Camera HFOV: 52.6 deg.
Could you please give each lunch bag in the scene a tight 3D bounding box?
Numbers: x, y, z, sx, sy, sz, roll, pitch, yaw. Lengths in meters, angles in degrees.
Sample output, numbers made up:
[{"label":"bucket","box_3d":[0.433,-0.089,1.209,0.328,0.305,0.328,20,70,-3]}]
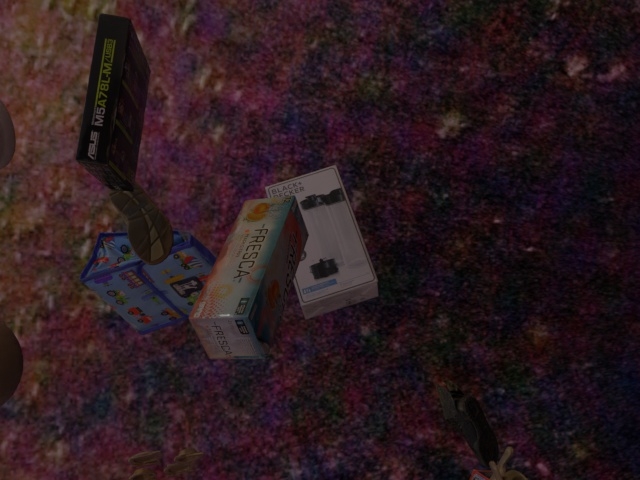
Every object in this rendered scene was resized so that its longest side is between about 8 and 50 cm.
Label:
[{"label":"lunch bag","box_3d":[-0.318,0.074,1.395,0.293,0.221,0.138,-11,46,22]}]

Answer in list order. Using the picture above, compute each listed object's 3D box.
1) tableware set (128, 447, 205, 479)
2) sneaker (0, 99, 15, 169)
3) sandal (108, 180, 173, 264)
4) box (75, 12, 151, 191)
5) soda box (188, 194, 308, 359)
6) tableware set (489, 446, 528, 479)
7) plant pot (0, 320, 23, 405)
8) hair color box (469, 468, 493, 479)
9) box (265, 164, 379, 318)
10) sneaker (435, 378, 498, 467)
[{"label":"tableware set","box_3d":[-0.307,0.443,1.272,0.169,0.141,0.020,115,145,-48]},{"label":"sneaker","box_3d":[-0.426,-0.100,0.536,0.305,0.152,0.114,5,114,8]},{"label":"sandal","box_3d":[-0.296,-0.031,1.084,0.180,0.072,0.049,52,166,27]},{"label":"box","box_3d":[-0.265,-0.170,0.848,0.190,0.045,0.184,147,132,-82]},{"label":"soda box","box_3d":[-0.065,0.032,0.649,0.062,0.058,0.183,-4,39,19]},{"label":"tableware set","box_3d":[0.217,0.360,0.801,0.128,0.039,0.194,-111,23,-48]},{"label":"plant pot","box_3d":[-0.865,0.302,1.479,0.274,0.256,0.257,125,147,-87]},{"label":"hair color box","box_3d":[0.345,0.588,1.409,0.053,0.093,0.167,23,91,48]},{"label":"box","box_3d":[0.000,0.000,1.368,0.087,0.169,0.290,75,178,-64]},{"label":"sneaker","box_3d":[0.285,0.357,1.270,0.089,0.051,0.170,-22,88,62]}]
